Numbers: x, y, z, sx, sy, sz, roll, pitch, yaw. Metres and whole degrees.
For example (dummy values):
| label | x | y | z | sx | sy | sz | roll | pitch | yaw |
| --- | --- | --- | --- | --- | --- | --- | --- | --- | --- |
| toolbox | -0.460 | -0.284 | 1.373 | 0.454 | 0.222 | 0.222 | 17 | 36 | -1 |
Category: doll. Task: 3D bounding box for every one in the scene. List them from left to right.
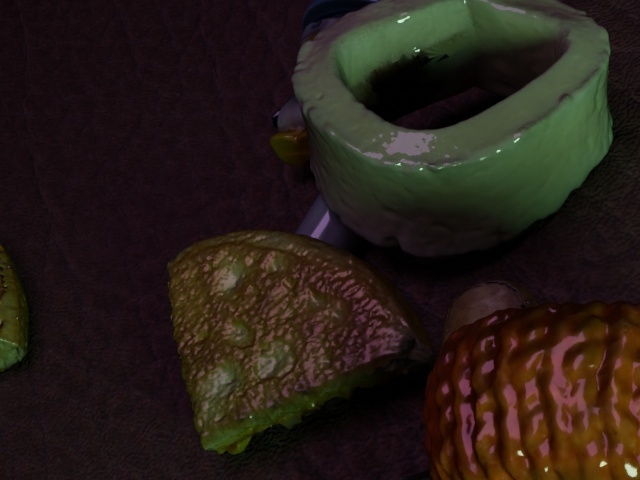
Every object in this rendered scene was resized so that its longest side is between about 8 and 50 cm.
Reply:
| label | x | y | z | sx | sy | sz | roll | pitch | yaw |
| --- | --- | --- | --- | --- | --- | --- | --- | --- | --- |
| doll | 0.037 | -0.230 | 1.733 | 0.177 | 0.141 | 0.314 | -2 | 51 | 38 |

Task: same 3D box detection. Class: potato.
| label | x | y | z | sx | sy | sz | roll | pitch | yaw |
| --- | --- | --- | --- | --- | --- | --- | --- | --- | --- |
| potato | 0.166 | 0.109 | 1.330 | 0.107 | 0.080 | 0.170 | -22 | 36 | 24 |

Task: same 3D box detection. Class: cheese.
| label | x | y | z | sx | sy | sz | roll | pitch | yaw |
| --- | --- | --- | --- | --- | --- | --- | --- | --- | --- |
| cheese | 0.148 | -0.149 | 1.508 | 0.332 | 0.153 | 0.292 | -26 | 47 | -15 |

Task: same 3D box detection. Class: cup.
| label | x | y | z | sx | sy | sz | roll | pitch | yaw |
| --- | --- | --- | --- | --- | --- | --- | --- | --- | --- |
| cup | 0.000 | 0.000 | 1.577 | 0.116 | 0.074 | 0.104 | -55 | 20 | -20 |

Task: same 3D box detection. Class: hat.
| label | x | y | z | sx | sy | sz | roll | pitch | yaw |
| --- | --- | --- | --- | --- | --- | --- | --- | --- | --- |
| hat | 0.222 | 0.259 | 1.068 | 0.285 | 0.285 | 0.400 | -6 | 72 | 29 |

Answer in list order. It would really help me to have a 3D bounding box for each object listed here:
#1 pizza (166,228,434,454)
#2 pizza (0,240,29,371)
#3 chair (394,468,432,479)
| label | x | y | z | sx | sy | sz | roll | pitch | yaw |
| --- | --- | --- | --- | --- | --- | --- | --- | --- | --- |
| pizza | -0.026 | 0.071 | 1.453 | 0.268 | 0.087 | 0.257 | -26 | 55 | 18 |
| pizza | -0.590 | 0.112 | 1.799 | 0.406 | 0.130 | 0.440 | -38 | 39 | -10 |
| chair | 0.040 | 0.283 | 1.230 | 0.212 | 0.084 | 0.101 | -19 | 44 | 17 |
